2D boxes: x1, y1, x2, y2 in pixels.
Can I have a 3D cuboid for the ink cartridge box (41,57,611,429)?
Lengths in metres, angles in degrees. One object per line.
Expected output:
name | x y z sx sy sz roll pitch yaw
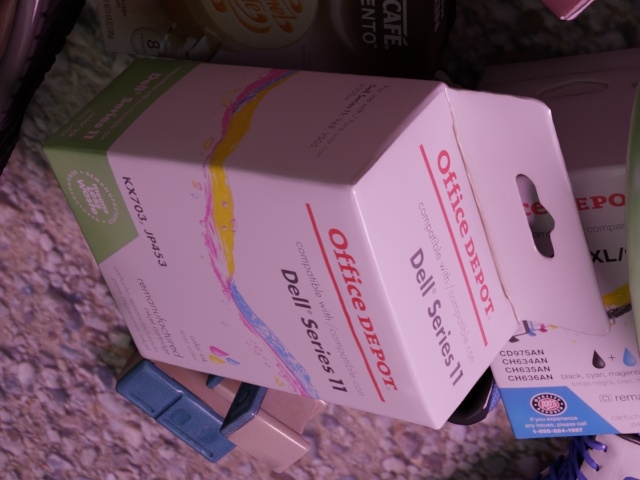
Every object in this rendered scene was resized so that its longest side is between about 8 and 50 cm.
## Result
ink cartridge box | 0.000 0.000 1.099 0.353 0.119 0.207 8 133 39

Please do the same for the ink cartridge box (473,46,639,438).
ink cartridge box | 0.205 0.001 1.179 0.171 0.168 0.232 -6 123 25

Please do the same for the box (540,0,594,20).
box | 0.149 -0.281 0.979 0.203 0.168 0.167 42 130 -7

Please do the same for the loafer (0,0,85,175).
loafer | -0.287 -0.139 1.270 0.130 0.134 0.366 31 130 -5

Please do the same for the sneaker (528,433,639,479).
sneaker | 0.234 0.196 1.361 0.315 0.127 0.182 -17 115 21

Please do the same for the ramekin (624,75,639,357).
ramekin | 0.312 -0.001 1.035 0.148 0.303 0.303 -3 125 29

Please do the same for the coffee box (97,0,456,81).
coffee box | -0.032 -0.204 1.153 0.246 0.098 0.141 7 130 15

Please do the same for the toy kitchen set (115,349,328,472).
toy kitchen set | -0.094 0.140 1.393 0.122 0.166 0.207 39 128 -12

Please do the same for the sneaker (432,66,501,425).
sneaker | 0.079 0.004 1.242 0.130 0.147 0.330 -14 119 28
